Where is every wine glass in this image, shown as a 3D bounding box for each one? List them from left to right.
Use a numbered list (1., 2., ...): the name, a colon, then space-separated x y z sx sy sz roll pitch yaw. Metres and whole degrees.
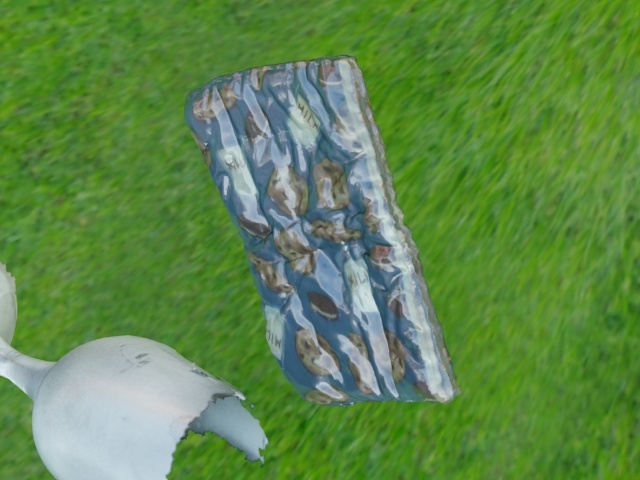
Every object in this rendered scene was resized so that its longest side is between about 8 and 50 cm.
1. wine glass: -0.194 0.120 1.372 0.321 0.143 0.143 25 110 35

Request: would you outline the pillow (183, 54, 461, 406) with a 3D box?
1. pillow: -0.002 -0.001 1.226 0.189 0.034 0.256 -7 106 53
